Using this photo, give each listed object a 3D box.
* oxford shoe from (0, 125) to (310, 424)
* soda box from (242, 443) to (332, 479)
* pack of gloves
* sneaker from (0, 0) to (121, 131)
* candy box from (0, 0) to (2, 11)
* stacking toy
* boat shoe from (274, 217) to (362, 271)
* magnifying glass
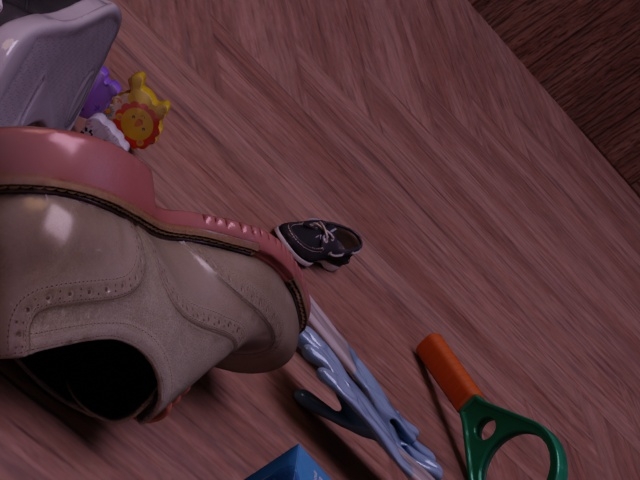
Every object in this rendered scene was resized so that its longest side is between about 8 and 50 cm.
[{"bbox_3d":[-0.120,0.050,1.244,0.397,0.141,0.146,29,57,-60],"label":"oxford shoe"},{"bbox_3d":[-0.024,0.214,1.222,0.071,0.067,0.210,50,16,-15],"label":"soda box"},{"bbox_3d":[0.030,0.143,1.597,0.232,0.046,0.195,52,5,-19],"label":"pack of gloves"},{"bbox_3d":[-0.223,-0.130,1.248,0.147,0.104,0.296,25,8,5],"label":"sneaker"},{"bbox_3d":[-0.291,-0.150,1.028,0.196,0.165,0.070,42,22,-37],"label":"candy box"},{"bbox_3d":[-0.207,-0.144,1.472,0.221,0.052,0.167,50,15,-7],"label":"stacking toy"},{"bbox_3d":[0.000,0.000,1.769,0.046,0.038,0.125,61,17,23],"label":"boat shoe"},{"bbox_3d":[0.149,0.166,1.796,0.026,0.092,0.231,33,16,-45],"label":"magnifying glass"}]
